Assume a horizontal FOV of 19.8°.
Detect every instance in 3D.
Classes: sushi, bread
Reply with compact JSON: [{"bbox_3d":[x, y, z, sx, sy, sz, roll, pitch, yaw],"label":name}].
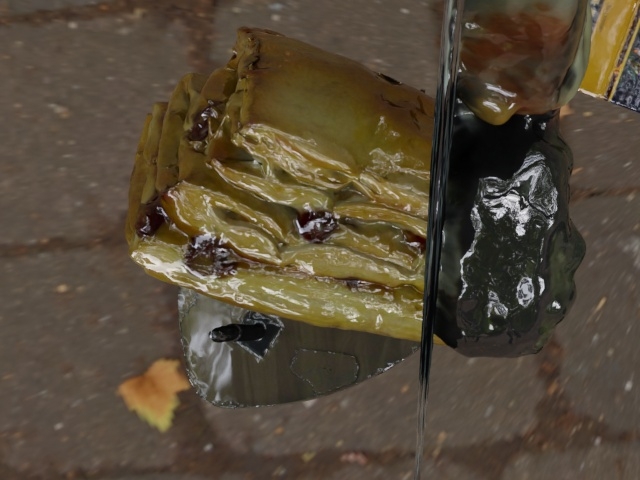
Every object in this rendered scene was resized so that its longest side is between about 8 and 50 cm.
[{"bbox_3d":[0.081,-0.082,0.732,0.064,0.343,0.359,5,126,2],"label":"sushi"},{"bbox_3d":[0.011,-0.057,1.519,0.325,0.277,0.167,11,121,-9],"label":"bread"}]

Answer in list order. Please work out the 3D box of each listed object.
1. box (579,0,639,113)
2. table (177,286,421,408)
[{"bbox_3d":[0.342,-0.193,1.765,0.237,0.070,0.152,21,109,6],"label":"box"},{"bbox_3d":[0.000,0.000,1.837,0.317,0.249,0.317,-1,74,2],"label":"table"}]
